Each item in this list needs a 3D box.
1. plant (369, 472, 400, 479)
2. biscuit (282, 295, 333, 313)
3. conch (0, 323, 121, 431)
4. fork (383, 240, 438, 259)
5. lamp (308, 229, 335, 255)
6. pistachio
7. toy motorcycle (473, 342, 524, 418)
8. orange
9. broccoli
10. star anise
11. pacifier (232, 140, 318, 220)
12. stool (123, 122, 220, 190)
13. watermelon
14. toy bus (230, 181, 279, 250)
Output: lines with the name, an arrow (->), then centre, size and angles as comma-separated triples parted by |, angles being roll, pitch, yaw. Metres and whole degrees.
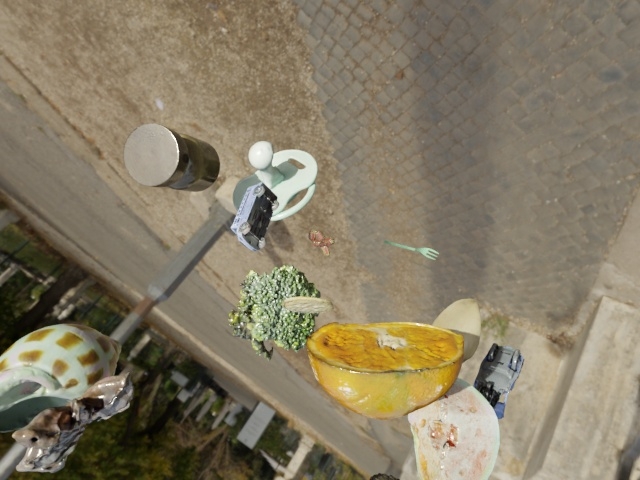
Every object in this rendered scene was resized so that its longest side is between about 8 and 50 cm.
plant -> 0.221, 0.872, 1.440 | 0.131, 0.203, 0.142 | 27, 120, -14
biscuit -> -0.037, 0.190, 1.296 | 0.152, 0.020, 0.152 | 2, 156, 1
conch -> -0.642, 0.324, 1.104 | 0.197, 0.249, 0.368 | 38, -170, 34
fork -> 0.344, 0.027, 1.693 | 0.235, 0.039, 0.021 | 16, -156, -17
lamp -> 0.000, 0.000, 1.256 | 0.083, 0.031, 0.063 | 40, 132, 22
pistachio -> 0.437, 0.292, 1.418 | 0.153, 0.237, 0.137 | 35, 164, 12
toy motorcycle -> 0.596, 0.498, 1.510 | 0.125, 0.359, 0.212 | 13, 119, 33
orange -> 0.132, 0.254, 0.955 | 0.310, 0.274, 0.274 | 30, 158, -16
broccoli -> -0.163, 0.259, 1.615 | 0.335, 0.323, 0.272 | 2, 155, -26
star anise -> -0.547, 0.408, 0.995 | 0.110, 0.258, 0.198 | 47, 139, 11
pacifier -> -0.166, -0.229, 1.564 | 0.288, 0.343, 0.269 | 34, 162, 31
stool -> -0.445, -0.244, 1.367 | 0.179, 0.179, 0.264 | 31, -171, 10
watermelon -> 0.362, 0.538, 1.235 | 0.188, 0.321, 0.175 | 13, 168, -17
toy bus -> -0.162, -0.054, 1.075 | 0.076, 0.167, 0.073 | -8, 141, 35
